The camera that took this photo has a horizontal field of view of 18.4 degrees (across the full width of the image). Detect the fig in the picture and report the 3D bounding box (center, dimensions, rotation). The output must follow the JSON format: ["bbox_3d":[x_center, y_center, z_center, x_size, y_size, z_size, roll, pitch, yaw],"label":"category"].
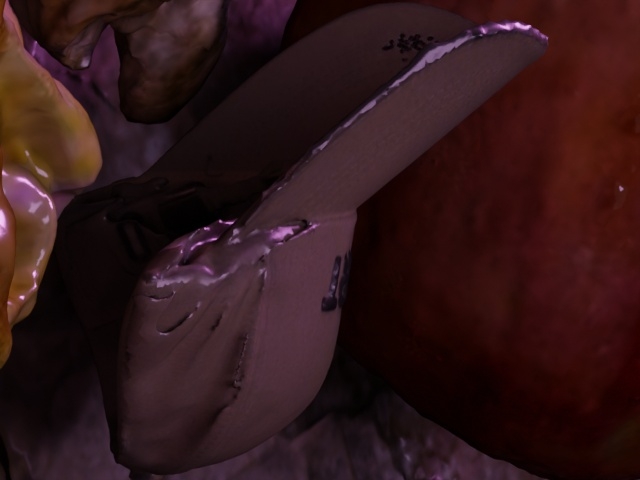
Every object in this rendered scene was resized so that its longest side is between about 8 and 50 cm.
[{"bbox_3d":[0.096,-0.045,0.714,0.224,0.224,0.263,9,76,-50],"label":"fig"}]

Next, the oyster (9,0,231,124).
[{"bbox_3d":[-0.018,-0.204,0.635,0.337,0.133,0.198,-60,153,-19],"label":"oyster"}]

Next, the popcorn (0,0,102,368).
[{"bbox_3d":[-0.124,-0.028,0.503,0.145,0.126,0.126,-84,171,-46],"label":"popcorn"}]

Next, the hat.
[{"bbox_3d":[0.000,0.000,0.586,0.175,0.147,0.085,-34,107,-4],"label":"hat"}]
